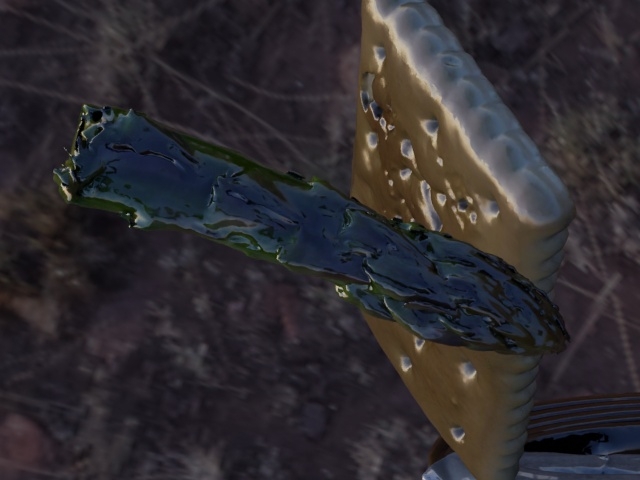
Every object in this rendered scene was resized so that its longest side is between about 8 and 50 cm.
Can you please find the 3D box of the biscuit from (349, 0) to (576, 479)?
[{"bbox_3d":[0.075,0.003,1.222,0.044,0.325,0.217,-21,58,-16],"label":"biscuit"}]

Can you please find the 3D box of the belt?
[{"bbox_3d":[0.238,0.206,1.436,0.338,0.217,0.122,-3,108,-3],"label":"belt"}]

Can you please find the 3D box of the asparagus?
[{"bbox_3d":[0.000,0.000,0.583,0.165,0.030,0.036,23,57,-1],"label":"asparagus"}]
